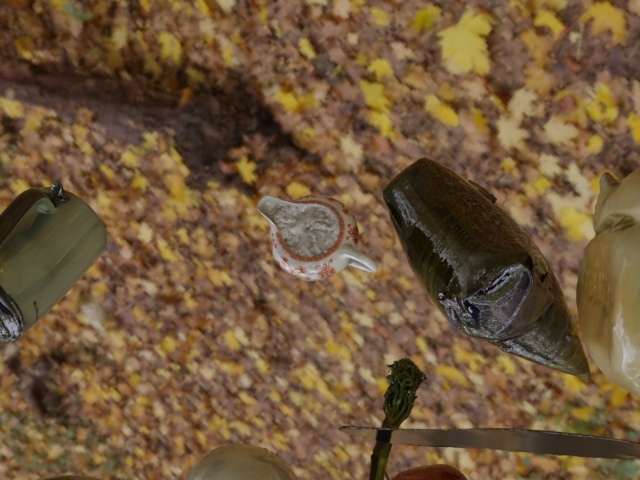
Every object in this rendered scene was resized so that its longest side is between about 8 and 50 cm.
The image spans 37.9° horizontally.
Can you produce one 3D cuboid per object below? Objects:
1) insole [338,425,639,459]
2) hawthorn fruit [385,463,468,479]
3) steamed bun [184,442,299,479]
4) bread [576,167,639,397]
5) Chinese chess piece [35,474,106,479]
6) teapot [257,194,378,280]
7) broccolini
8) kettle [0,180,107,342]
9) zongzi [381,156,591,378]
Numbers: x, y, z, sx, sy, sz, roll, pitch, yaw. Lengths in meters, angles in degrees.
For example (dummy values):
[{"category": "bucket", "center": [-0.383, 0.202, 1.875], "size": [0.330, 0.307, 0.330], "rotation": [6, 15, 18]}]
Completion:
[{"category": "insole", "center": [0.132, 0.161, 0.755], "size": [0.109, 0.007, 0.322], "rotation": [23, 160, -32]}, {"category": "hawthorn fruit", "center": [0.176, 0.477, 1.695], "size": [0.204, 0.162, 0.162], "rotation": [7, 140, 34]}, {"category": "steamed bun", "center": [-0.138, 0.455, 1.531], "size": [0.232, 0.232, 0.145], "rotation": [41, -159, 16]}, {"category": "bread", "center": [0.525, 0.068, 1.353], "size": [0.253, 0.347, 0.376], "rotation": [7, 176, 8]}, {"category": "Chinese chess piece", "center": [-0.278, 0.383, 1.012], "size": [0.250, 0.250, 0.101], "rotation": [50, 144, -7]}, {"category": "teapot", "center": [0.000, 0.000, 1.666], "size": [0.246, 0.159, 0.116], "rotation": [20, 152, 25]}, {"category": "broccolini", "center": [0.087, 0.230, 1.120], "size": [0.054, 0.239, 0.051], "rotation": [18, 126, 3]}, {"category": "kettle", "center": [-0.494, 0.023, 1.549], "size": [0.165, 0.255, 0.240], "rotation": [22, 133, 12]}, {"category": "zongzi", "center": [0.320, 0.061, 1.755], "size": [0.432, 0.208, 0.403], "rotation": [38, -167, -42]}]
